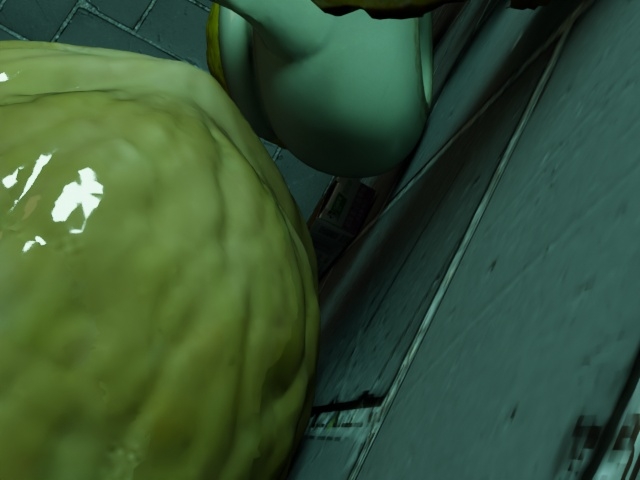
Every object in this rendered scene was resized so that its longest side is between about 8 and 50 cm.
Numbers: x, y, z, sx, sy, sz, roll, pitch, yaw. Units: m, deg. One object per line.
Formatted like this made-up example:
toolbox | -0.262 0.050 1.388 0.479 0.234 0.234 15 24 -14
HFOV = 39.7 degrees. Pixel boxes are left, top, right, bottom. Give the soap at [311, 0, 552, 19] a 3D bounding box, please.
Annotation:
soap | 0.057 -0.180 0.311 0.080 0.160 0.257 -61 3 -31

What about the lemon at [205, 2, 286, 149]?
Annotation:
lemon | -0.009 -0.247 1.116 0.285 0.285 0.316 -60 32 20

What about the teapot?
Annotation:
teapot | 0.007 -0.197 0.659 0.220 0.149 0.318 77 -164 -50

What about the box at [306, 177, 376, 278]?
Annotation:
box | 0.000 0.000 0.835 0.050 0.041 0.207 -66 4 -22

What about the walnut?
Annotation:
walnut | -0.144 0.060 0.424 0.333 0.332 0.333 -61 3 5
